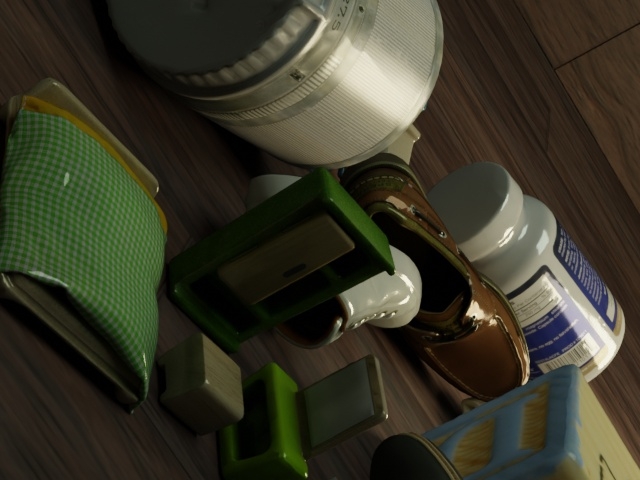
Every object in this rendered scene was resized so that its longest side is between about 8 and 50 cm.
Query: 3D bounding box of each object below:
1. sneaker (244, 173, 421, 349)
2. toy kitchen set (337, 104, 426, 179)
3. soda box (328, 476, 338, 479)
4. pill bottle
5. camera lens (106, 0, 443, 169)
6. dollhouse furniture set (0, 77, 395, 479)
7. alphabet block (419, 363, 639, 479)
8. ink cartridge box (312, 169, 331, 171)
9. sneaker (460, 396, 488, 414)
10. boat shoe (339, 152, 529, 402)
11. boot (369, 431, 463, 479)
[{"bbox_3d":[0.003,0.048,1.525,0.290,0.106,0.123,38,56,-58],"label":"sneaker"},{"bbox_3d":[0.072,-0.060,1.850,0.166,0.122,0.207,47,43,-38],"label":"toy kitchen set"},{"bbox_3d":[0.003,0.296,1.134,0.098,0.091,0.286,49,22,-29],"label":"soda box"},{"bbox_3d":[0.225,0.042,1.996,0.265,0.153,0.153,50,22,-33],"label":"pill bottle"},{"bbox_3d":[-0.033,-0.195,1.535,0.274,0.219,0.219,28,38,-59],"label":"camera lens"},{"bbox_3d":[-0.079,0.012,1.221,0.301,0.151,0.197,47,24,-38],"label":"dollhouse furniture set"},{"bbox_3d":[0.183,0.257,1.514,0.197,0.193,0.192,58,20,-12],"label":"alphabet block"},{"bbox_3d":[-0.021,-0.127,1.739,0.122,0.052,0.088,24,41,-60],"label":"ink cartridge box"},{"bbox_3d":[0.195,0.250,1.770,0.094,0.080,0.212,20,37,-48],"label":"sneaker"},{"bbox_3d":[0.111,0.061,1.712,0.307,0.110,0.104,51,13,-25],"label":"boat shoe"},{"bbox_3d":[0.040,0.190,1.135,0.137,0.077,0.198,35,29,-40],"label":"boot"}]
